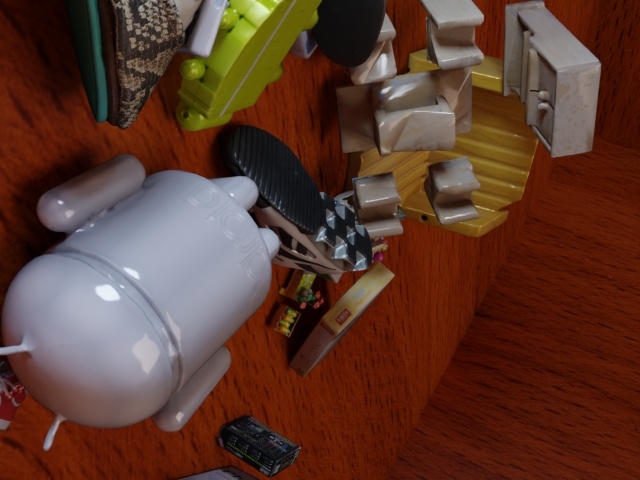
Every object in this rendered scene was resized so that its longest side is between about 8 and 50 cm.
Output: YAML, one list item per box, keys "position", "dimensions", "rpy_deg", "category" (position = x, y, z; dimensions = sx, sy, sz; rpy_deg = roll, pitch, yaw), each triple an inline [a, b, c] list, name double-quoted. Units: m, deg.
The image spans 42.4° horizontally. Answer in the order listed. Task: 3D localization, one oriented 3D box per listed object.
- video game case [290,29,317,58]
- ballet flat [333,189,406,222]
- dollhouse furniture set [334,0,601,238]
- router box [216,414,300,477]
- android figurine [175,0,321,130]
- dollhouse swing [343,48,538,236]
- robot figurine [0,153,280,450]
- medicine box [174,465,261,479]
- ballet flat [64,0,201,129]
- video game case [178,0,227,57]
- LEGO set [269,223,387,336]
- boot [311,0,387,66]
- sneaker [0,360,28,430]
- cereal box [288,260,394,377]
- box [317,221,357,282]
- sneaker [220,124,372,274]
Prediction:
- position: [0.029, -0.464, 1.116]
  dimensions: [0.329, 0.036, 0.300]
  rpy_deg: [-57, 155, -24]
  category: "video game case"
- position: [0.082, -0.063, 1.509]
  dimensions: [0.188, 0.070, 0.070]
  rpy_deg: [-8, 121, -35]
  category: "ballet flat"
- position: [0.218, -0.247, 1.369]
  dimensions: [0.256, 0.394, 0.362]
  rpy_deg: [-104, -175, -53]
  category: "dollhouse furniture set"
- position: [-0.109, 0.363, 1.462]
  dimensions: [0.092, 0.122, 0.038]
  rpy_deg: [-6, 121, -64]
  category: "router box"
- position: [-0.081, -0.226, 0.949]
  dimensions: [0.248, 0.056, 0.273]
  rpy_deg: [-53, 176, 22]
  category: "android figurine"
- position: [0.245, -0.157, 1.605]
  dimensions: [0.305, 0.315, 0.347]
  rpy_deg: [-54, 157, -56]
  category: "dollhouse swing"
- position: [-0.190, 0.057, 0.886]
  dimensions: [0.353, 0.199, 0.300]
  rpy_deg: [-47, 120, -42]
  category: "robot figurine"
- position: [-0.198, 0.546, 1.396]
  dimensions: [0.263, 0.149, 0.289]
  rpy_deg: [-68, 158, 0]
  category: "medicine box"
- position: [-0.160, -0.292, 0.640]
  dimensions: [0.182, 0.164, 0.483]
  rpy_deg: [-22, 140, -10]
  category: "ballet flat"
- position: [-0.116, -0.270, 0.816]
  dimensions: [0.022, 0.190, 0.173]
  rpy_deg: [17, 97, -25]
  category: "video game case"
- position: [0.027, 0.058, 1.474]
  dimensions: [0.287, 0.107, 0.132]
  rpy_deg: [-42, 137, -33]
  category: "LEGO set"
- position: [0.045, -0.374, 1.065]
  dimensions: [0.115, 0.112, 0.305]
  rpy_deg: [-61, 157, -45]
  category: "boot"
- position: [-0.339, 0.153, 0.844]
  dimensions: [0.067, 0.042, 0.118]
  rpy_deg: [-58, 164, -13]
  category: "sneaker"
- position: [0.036, 0.153, 1.560]
  dimensions: [0.173, 0.047, 0.240]
  rpy_deg: [-43, 172, -31]
  category: "cereal box"
- position: [0.000, 0.000, 1.398]
  dimensions: [0.102, 0.101, 0.087]
  rpy_deg: [-61, 157, -16]
  category: "box"
- position: [-0.066, -0.034, 1.205]
  dimensions: [0.330, 0.146, 0.122]
  rpy_deg: [45, 38, -42]
  category: "sneaker"
